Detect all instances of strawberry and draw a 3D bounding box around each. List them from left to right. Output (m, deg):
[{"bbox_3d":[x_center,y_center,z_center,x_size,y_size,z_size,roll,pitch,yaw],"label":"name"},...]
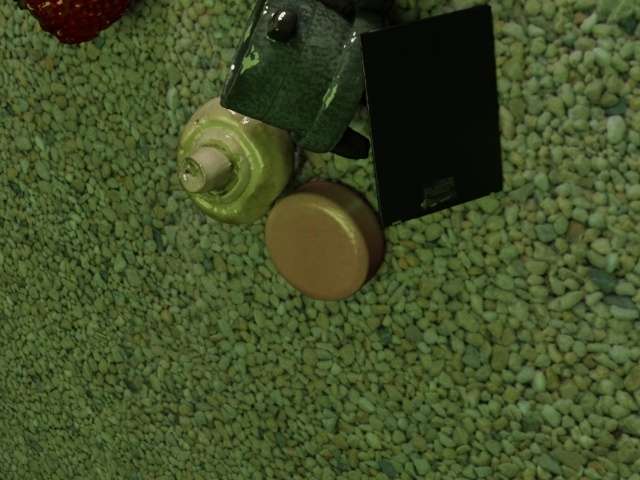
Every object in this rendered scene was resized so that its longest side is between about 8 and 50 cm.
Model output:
[{"bbox_3d":[-0.470,-0.580,1.983,0.351,0.267,0.312,-38,83,19],"label":"strawberry"}]

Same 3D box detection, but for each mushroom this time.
[{"bbox_3d":[-0.182,-0.149,2.004,0.254,0.234,0.260,-9,108,32],"label":"mushroom"}]

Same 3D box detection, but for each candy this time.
[{"bbox_3d":[0.000,0.000,2.044,0.255,0.094,0.255,15,122,26],"label":"candy"}]

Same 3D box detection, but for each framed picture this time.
[{"bbox_3d":[0.194,-0.209,1.725,0.014,0.255,0.338,31,135,58],"label":"framed picture"}]

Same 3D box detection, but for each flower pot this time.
[{"bbox_3d":[0.003,-0.308,1.767,0.283,0.299,0.299,23,129,-12],"label":"flower pot"}]
